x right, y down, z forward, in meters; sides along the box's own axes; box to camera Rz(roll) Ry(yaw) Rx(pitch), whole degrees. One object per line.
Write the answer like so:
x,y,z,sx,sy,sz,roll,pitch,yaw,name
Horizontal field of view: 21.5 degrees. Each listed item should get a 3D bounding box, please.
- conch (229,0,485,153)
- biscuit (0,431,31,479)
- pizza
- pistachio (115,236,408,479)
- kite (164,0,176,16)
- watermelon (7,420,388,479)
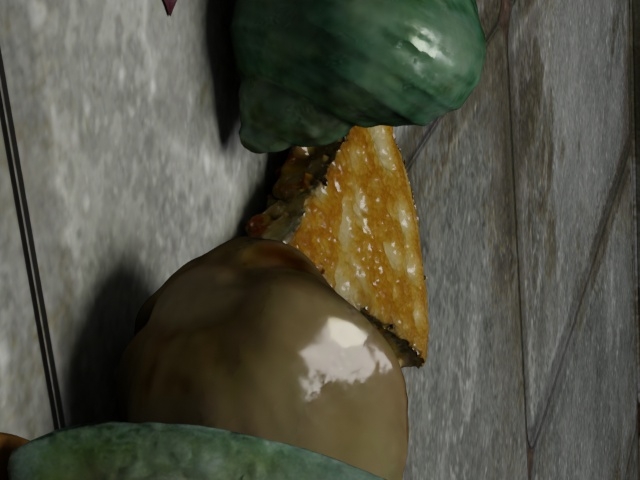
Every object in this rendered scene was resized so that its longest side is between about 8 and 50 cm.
0.013,-0.138,0.871,0.176,0.122,0.188,32,57,-47,conch
-0.118,0.132,0.616,0.140,0.023,0.118,70,27,-52,biscuit
0.000,0.000,0.946,0.199,0.062,0.188,-13,92,-67,pizza
-0.023,0.089,0.753,0.206,0.131,0.129,81,27,-43,pistachio
-0.072,-0.144,0.782,0.044,0.002,0.078,-62,150,-56,kite
-0.018,0.224,0.635,0.213,0.320,0.289,-55,180,-38,watermelon
